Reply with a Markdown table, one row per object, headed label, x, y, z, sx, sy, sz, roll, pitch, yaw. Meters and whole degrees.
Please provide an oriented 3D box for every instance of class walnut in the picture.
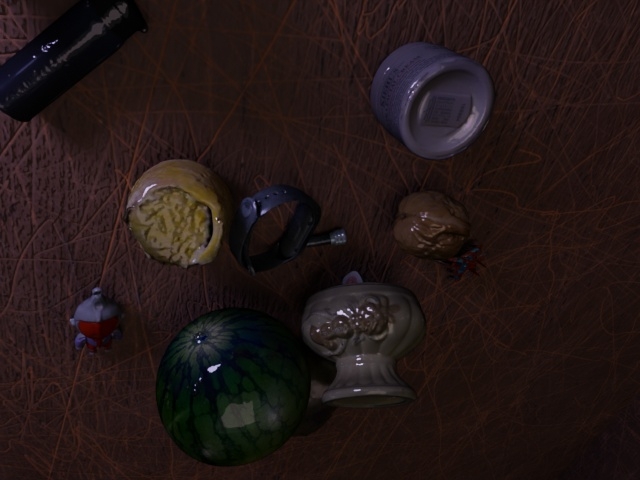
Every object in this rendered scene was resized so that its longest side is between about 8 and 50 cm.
| label | x | y | z | sx | sy | sz | roll | pitch | yaw |
| --- | --- | --- | --- | --- | --- | --- | --- | --- | --- |
| walnut | 0.256 | -0.031 | 0.909 | 0.184 | 0.155 | 0.155 | 12 | 120 | -28 |

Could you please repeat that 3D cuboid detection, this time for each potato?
| label | x | y | z | sx | sy | sz | roll | pitch | yaw |
| --- | --- | --- | --- | --- | --- | --- | --- | --- | --- |
| potato | -0.036 | 0.424 | 1.129 | 0.210 | 0.173 | 0.307 | 10 | 118 | -27 |

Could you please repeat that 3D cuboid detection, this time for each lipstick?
| label | x | y | z | sx | sy | sz | roll | pitch | yaw |
| --- | --- | --- | --- | --- | --- | --- | --- | --- | --- |
| lipstick | 0.000 | 0.000 | 0.917 | 0.116 | 0.037 | 0.037 | -10 | 128 | -7 |
| lipstick | 0.133 | 0.147 | 1.058 | 0.057 | 0.063 | 0.186 | -38 | 134 | 14 |

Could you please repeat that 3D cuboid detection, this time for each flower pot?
| label | x | y | z | sx | sy | sz | roll | pitch | yaw |
| --- | --- | --- | --- | --- | --- | --- | --- | --- | --- |
| flower pot | 0.105 | 0.256 | 0.945 | 0.308 | 0.243 | 0.307 | -2 | 151 | -1 |

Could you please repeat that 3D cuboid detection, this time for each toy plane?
| label | x | y | z | sx | sy | sz | roll | pitch | yaw |
| --- | --- | --- | --- | --- | --- | --- | --- | --- | --- |
| toy plane | 0.357 | 0.053 | 1.061 | 0.190 | 0.061 | 0.130 | 12 | 121 | -21 |

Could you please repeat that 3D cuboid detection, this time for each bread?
| label | x | y | z | sx | sy | sz | roll | pitch | yaw |
| --- | --- | --- | --- | --- | --- | --- | --- | --- | --- |
| bread | -0.250 | -0.042 | 0.717 | 0.197 | 0.170 | 0.196 | -4 | 114 | -10 |

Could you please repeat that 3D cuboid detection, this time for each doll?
| label | x | y | z | sx | sy | sz | roll | pitch | yaw |
| --- | --- | --- | --- | --- | --- | --- | --- | --- | --- |
| doll | -0.474 | 0.175 | 0.859 | 0.102 | 0.075 | 0.227 | -8 | 138 | -31 |

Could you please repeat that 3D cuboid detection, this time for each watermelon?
| label | x | y | z | sx | sy | sz | roll | pitch | yaw |
| --- | --- | --- | --- | --- | --- | --- | --- | --- | --- |
| watermelon | -0.192 | 0.321 | 0.900 | 0.364 | 0.363 | 0.362 | -9 | 127 | -12 |

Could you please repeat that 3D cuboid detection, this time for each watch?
| label | x | y | z | sx | sy | sz | roll | pitch | yaw |
| --- | --- | --- | --- | --- | --- | --- | --- | --- | --- |
| watch | -0.097 | -0.017 | 0.812 | 0.193 | 0.068 | 0.206 | -2 | 132 | -49 |

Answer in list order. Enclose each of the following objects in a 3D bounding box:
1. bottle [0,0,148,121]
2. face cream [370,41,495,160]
| label | x | y | z | sx | sy | sz | roll | pitch | yaw |
| --- | --- | --- | --- | --- | --- | --- | --- | --- | --- |
| bottle | -0.362 | -0.270 | 0.570 | 0.245 | 0.072 | 0.082 | -33 | 147 | 6 |
| face cream | 0.197 | -0.252 | 0.723 | 0.178 | 0.152 | 0.177 | -8 | 126 | -12 |
